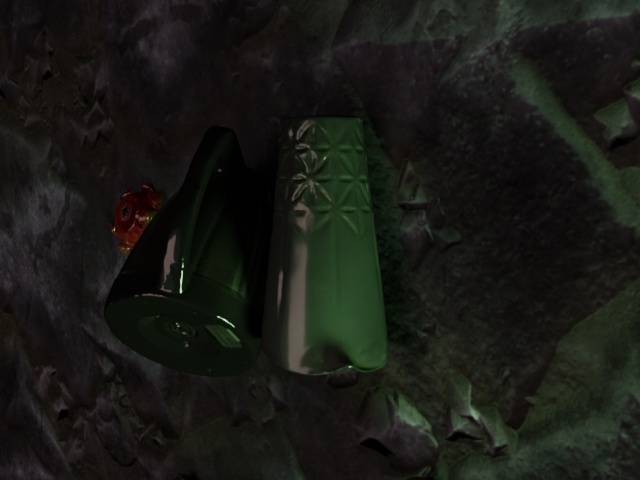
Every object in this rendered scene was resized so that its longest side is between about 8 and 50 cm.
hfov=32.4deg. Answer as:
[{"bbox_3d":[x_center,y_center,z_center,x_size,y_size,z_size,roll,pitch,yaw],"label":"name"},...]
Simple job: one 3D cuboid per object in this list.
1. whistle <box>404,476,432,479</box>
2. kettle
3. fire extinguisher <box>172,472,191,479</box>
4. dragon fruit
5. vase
[{"bbox_3d":[0.108,0.348,1.356,0.220,0.057,0.107,-32,87,53],"label":"whistle"},{"bbox_3d":[-0.156,0.004,1.447,0.207,0.251,0.271,-10,48,37],"label":"kettle"},{"bbox_3d":[-0.190,0.429,1.747,0.132,0.039,0.056,46,139,34],"label":"fire extinguisher"},{"bbox_3d":[-0.295,-0.029,1.750,0.126,0.068,0.112,-28,74,49],"label":"dragon fruit"},{"bbox_3d":[0.000,0.000,1.355,0.251,0.156,0.301,-170,79,-76],"label":"vase"}]
